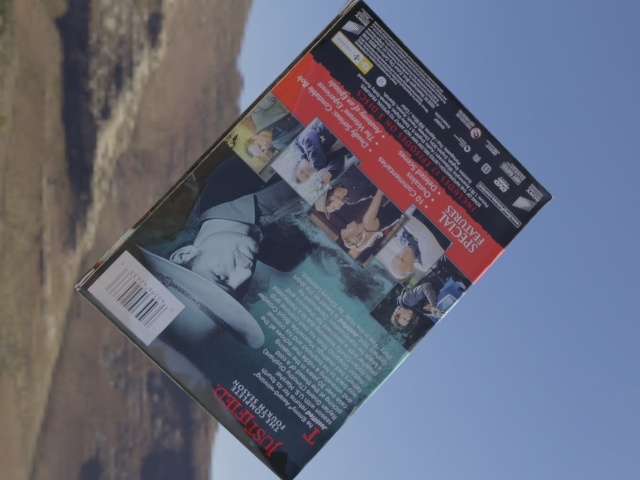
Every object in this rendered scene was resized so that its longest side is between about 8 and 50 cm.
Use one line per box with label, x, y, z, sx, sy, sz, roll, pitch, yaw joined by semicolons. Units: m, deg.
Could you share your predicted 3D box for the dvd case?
dvd case;0.000;0.000;0.339;0.119;0.087;0.013;-47;-171;-8
